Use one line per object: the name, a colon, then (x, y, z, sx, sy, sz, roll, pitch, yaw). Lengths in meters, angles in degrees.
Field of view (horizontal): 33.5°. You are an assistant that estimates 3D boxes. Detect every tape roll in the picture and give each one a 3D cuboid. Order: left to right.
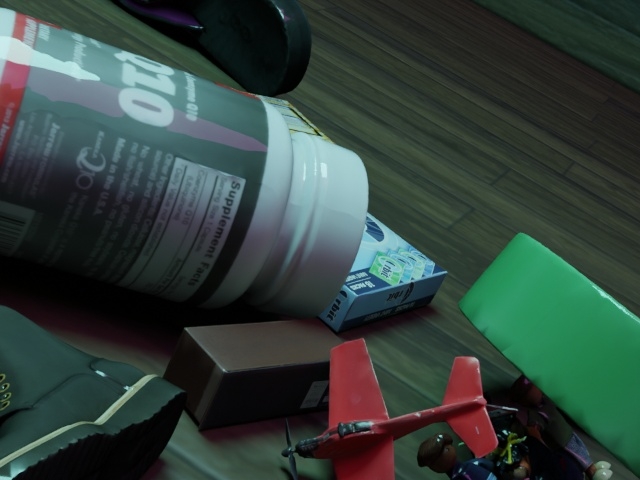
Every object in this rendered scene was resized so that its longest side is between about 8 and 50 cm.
tape roll: (0.246, 0.123, 0.776, 0.321, 0.077, 0.321, 40, 6, -5)

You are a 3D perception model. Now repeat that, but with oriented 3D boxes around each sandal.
sandal: (-0.182, -0.333, 1.319, 0.107, 0.168, 0.446, -19, 48, -37)

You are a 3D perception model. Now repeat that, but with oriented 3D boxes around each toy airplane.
toy airplane: (0.048, 0.118, 0.663, 0.151, 0.151, 0.028, 44, -14, 35)

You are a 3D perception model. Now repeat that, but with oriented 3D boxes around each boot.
boot: (-0.171, 0.093, 0.551, 0.137, 0.077, 0.198, 27, 9, 12)

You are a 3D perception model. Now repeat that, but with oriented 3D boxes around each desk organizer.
desk organizer: (-0.038, 0.087, 0.722, 0.130, 0.047, 0.050, 1, 32, -47)

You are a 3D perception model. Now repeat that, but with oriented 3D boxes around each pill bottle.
pill bottle: (-0.120, -0.044, 0.760, 0.283, 0.161, 0.161, 17, 25, -23)

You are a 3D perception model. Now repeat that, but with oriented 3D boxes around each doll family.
doll family: (0.132, 0.150, 0.721, 0.111, 0.076, 0.193, 51, 15, 5)

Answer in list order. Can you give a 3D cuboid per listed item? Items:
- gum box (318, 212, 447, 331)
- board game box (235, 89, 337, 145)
gum box: (0.000, 0.000, 0.951, 0.184, 0.041, 0.157, 39, 25, 25)
board game box: (-0.081, -0.108, 1.017, 0.146, 0.045, 0.193, 9, 16, -18)
